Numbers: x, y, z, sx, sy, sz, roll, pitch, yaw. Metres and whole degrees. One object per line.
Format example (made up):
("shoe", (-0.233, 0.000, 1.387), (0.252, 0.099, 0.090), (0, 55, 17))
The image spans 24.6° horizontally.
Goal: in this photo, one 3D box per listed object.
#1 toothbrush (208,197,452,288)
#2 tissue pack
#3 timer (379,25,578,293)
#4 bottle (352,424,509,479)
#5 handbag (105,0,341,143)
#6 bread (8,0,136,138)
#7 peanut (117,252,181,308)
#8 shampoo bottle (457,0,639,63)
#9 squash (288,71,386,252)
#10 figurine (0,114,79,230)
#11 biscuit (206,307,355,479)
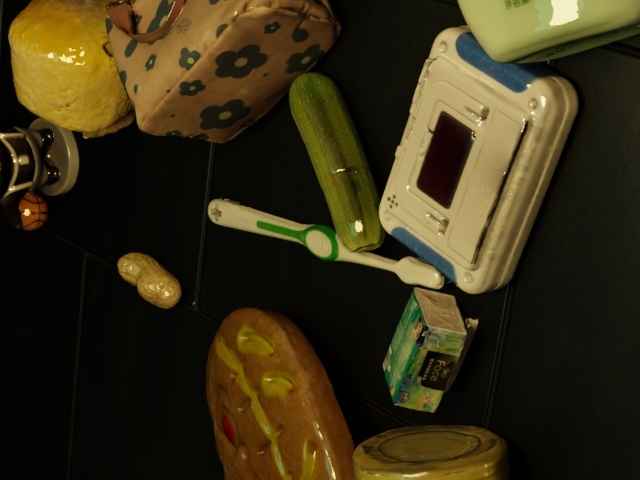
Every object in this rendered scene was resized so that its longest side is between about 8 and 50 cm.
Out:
("toothbrush", (-0.004, 0.001, 1.767), (0.418, 0.040, 0.042), (15, 110, 43))
("tissue pack", (0.126, 0.124, 1.640), (0.085, 0.079, 0.111), (-104, 30, -59))
("timer", (0.157, -0.084, 1.558), (0.178, 0.078, 0.253), (37, 124, 35))
("bottle", (0.133, 0.393, 1.616), (0.171, 0.171, 0.351), (2, 100, 45))
("handbag", (-0.122, -0.258, 1.736), (0.251, 0.190, 0.193), (-42, 62, 34))
("bread", (-0.312, -0.248, 1.936), (0.197, 0.197, 0.171), (38, 137, 34))
("peanut", (-0.233, 0.053, 2.004), (0.113, 0.054, 0.054), (36, 123, 30))
("shampoo bottle", (0.209, -0.354, 1.395), (0.221, 0.151, 0.350), (-13, 88, 37))
("squash", (0.020, -0.093, 1.696), (0.066, 0.066, 0.229), (-36, 66, 44))
("figurine", (-0.471, -0.094, 2.082), (0.133, 0.236, 0.176), (-10, 90, 45))
("biscuit", (-0.057, 0.288, 1.805), (0.394, 0.070, 0.350), (65, 148, 26))
